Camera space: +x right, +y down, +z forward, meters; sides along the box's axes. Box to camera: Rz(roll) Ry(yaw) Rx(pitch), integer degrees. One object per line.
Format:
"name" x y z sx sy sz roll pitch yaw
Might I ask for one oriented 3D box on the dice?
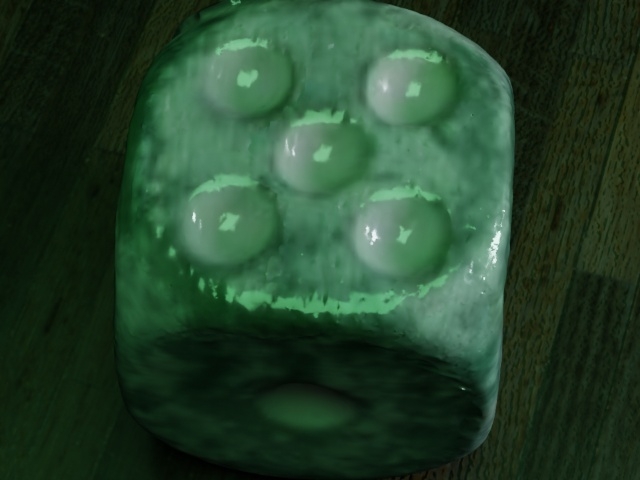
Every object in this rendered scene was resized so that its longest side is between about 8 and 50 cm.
"dice" 0.000 0.000 1.756 0.330 0.328 0.348 3 60 2
